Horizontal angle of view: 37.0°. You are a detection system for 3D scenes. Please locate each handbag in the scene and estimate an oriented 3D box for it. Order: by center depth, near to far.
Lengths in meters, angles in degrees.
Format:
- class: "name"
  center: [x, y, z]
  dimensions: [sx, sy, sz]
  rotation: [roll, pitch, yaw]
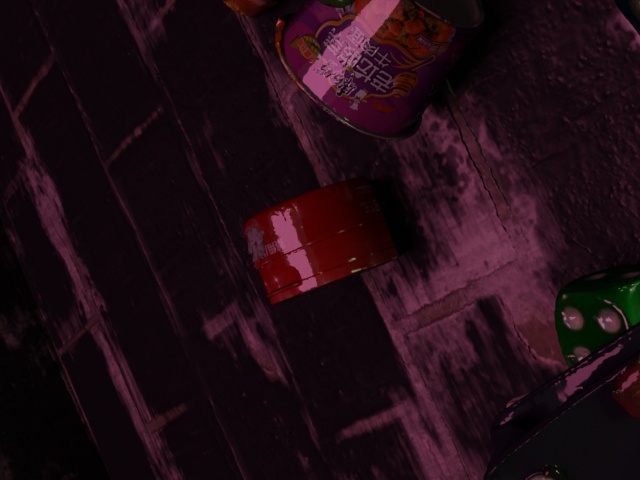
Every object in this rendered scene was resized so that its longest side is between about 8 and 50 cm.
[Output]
- class: "handbag"
  center: [0.392, 0.266, 1.110]
  dimensions: [0.303, 0.122, 0.329]
  rotation: [42, 122, -10]

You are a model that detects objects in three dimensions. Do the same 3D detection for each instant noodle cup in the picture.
- class: "instant noodle cup"
  center: [0.091, -0.289, 1.295]
  dimensions: [0.251, 0.251, 0.190]
  rotation: [56, 130, 18]

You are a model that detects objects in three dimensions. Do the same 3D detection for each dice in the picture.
- class: "dice"
  center: [0.374, 0.105, 1.190]
  dimensions: [0.120, 0.131, 0.128]
  rotation: [-8, 100, 51]

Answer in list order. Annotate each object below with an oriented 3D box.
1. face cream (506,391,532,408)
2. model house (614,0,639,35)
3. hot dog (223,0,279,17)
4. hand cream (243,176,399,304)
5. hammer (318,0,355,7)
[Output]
- class: "face cream"
  center: [0.382, 0.369, 1.306]
  dimensions: [0.173, 0.081, 0.348]
  rotation: [-16, 93, 24]
- class: "model house"
  center: [0.334, -0.355, 0.945]
  dimensions: [0.298, 0.284, 0.243]
  rotation: [59, 145, 14]
- class: "hot dog"
  center: [-0.108, -0.437, 1.566]
  dimensions: [0.261, 0.093, 0.123]
  rotation: [-19, 90, 51]
- class: "hand cream"
  center: [0.000, 0.000, 1.516]
  dimensions: [0.230, 0.230, 0.149]
  rotation: [-23, 83, 51]
- class: "hammer"
  center: [0.139, -0.348, 1.138]
  dimensions: [0.206, 0.335, 0.119]
  rotation: [60, 166, 16]
